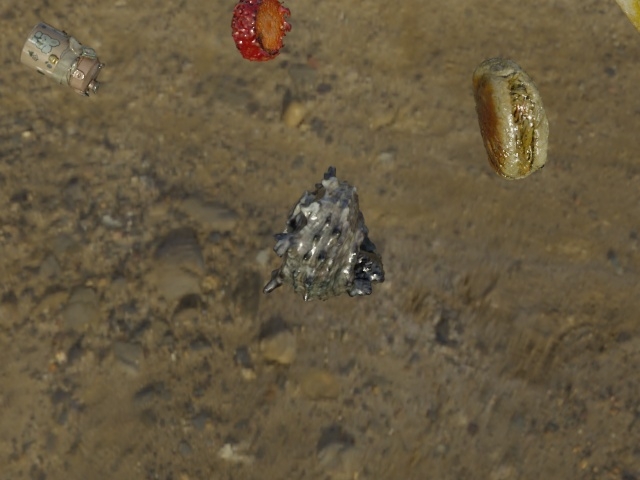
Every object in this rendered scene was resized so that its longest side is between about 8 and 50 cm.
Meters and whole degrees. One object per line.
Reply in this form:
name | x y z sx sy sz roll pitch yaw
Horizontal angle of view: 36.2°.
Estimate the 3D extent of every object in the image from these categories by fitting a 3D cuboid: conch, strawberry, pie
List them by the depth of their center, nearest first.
pie | 0.277 -0.179 1.477 0.079 0.193 0.163 -19 23 -9
conch | 0.010 -0.009 1.717 0.186 0.313 0.240 9 88 28
strawberry | -0.127 -0.433 1.990 0.086 0.145 0.145 -3 44 32

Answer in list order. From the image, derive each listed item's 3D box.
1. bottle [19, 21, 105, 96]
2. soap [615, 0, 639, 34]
bottle | -0.473 -0.336 1.829 0.152 0.099 0.099 29 52 -4
soap | 0.588 -0.340 1.520 0.257 0.160 0.080 45 60 -19
